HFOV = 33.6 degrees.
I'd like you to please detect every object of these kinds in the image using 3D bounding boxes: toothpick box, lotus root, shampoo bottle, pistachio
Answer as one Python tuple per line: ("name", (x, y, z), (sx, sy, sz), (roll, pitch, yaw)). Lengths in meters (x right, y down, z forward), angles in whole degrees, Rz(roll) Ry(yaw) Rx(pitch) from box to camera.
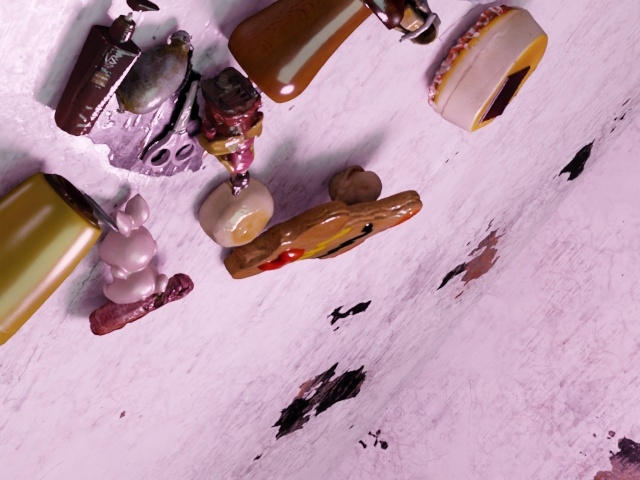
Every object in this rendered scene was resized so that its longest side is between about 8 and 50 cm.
("toothpick box", (0.000, -0.367, 1.728), (0.294, 0.192, 0.192), (-40, 157, 12))
("lotus root", (-0.256, -0.257, 1.655), (0.165, 0.088, 0.088), (-46, 158, -13))
("shampoo bottle", (-0.318, -0.259, 1.565), (0.068, 0.067, 0.236), (2, 132, -46))
("pistachio", (0.081, -0.113, 2.378), (0.149, 0.113, 0.113), (-8, 140, -51))
("toothpick box", (-0.480, 0.022, 1.678), (0.271, 0.175, 0.175), (-44, 157, 0))

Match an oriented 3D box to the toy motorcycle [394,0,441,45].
("toy motorcycle", (0.148, -0.421, 1.916), (0.094, 0.130, 0.229), (-31, 164, 31))

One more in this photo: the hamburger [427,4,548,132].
("hamburger", (0.362, -0.376, 2.308), (0.227, 0.151, 0.295), (-11, 138, -59))

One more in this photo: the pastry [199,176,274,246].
("pastry", (-0.167, -0.058, 2.120), (0.156, 0.092, 0.156), (-34, 150, -22))

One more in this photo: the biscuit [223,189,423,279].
("biscuit", (0.000, 0.000, 2.314), (0.368, 0.076, 0.394), (-29, 168, 39))

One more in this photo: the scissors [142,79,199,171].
("scissors", (-0.244, -0.200, 1.838), (0.110, 0.021, 0.212), (-18, 147, -37))

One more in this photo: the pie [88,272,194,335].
("pie", (-0.360, 0.126, 2.104), (0.204, 0.054, 0.218), (-27, 178, 28))

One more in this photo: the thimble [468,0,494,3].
("thimble", (0.285, -0.530, 1.838), (0.172, 0.205, 0.250), (-41, 150, -21))

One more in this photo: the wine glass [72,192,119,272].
("wine glass", (-0.449, 0.017, 1.813), (0.202, 0.093, 0.093), (-43, 157, -4))

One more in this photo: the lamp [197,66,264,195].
("lamp", (-0.160, -0.189, 1.870), (0.118, 0.118, 0.253), (-32, 156, -21))

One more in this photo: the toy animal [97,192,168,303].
("toy animal", (-0.354, 0.005, 1.950), (0.124, 0.124, 0.212), (-24, 123, -34))
